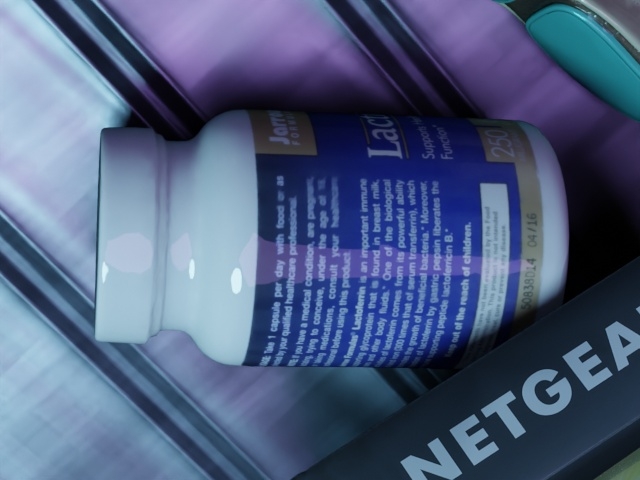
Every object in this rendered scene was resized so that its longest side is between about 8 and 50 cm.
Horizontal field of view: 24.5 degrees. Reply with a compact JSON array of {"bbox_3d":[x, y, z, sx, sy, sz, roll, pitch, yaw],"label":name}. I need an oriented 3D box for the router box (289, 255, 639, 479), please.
[{"bbox_3d":[0.146,0.127,0.889,0.309,0.081,0.243,-32,154,-6],"label":"router box"}]

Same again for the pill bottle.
[{"bbox_3d":[0.000,0.000,0.874,0.264,0.153,0.153,1,109,-11],"label":"pill bottle"}]

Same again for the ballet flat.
[{"bbox_3d":[0.138,-0.163,0.885,0.248,0.086,0.086,32,101,-18],"label":"ballet flat"}]
